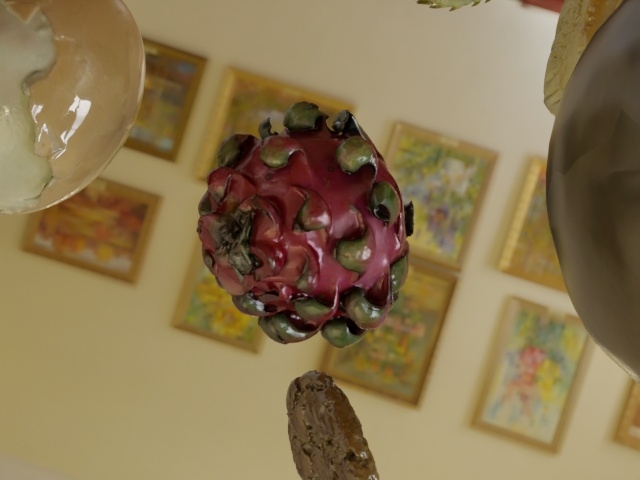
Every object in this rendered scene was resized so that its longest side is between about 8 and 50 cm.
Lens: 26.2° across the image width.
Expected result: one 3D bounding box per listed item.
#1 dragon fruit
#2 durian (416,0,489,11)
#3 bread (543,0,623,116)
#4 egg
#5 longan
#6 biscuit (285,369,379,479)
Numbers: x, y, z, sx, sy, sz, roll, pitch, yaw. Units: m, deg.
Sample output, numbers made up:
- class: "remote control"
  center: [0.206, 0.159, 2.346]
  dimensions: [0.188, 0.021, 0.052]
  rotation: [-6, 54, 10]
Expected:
- class: "dragon fruit"
  center: [-0.007, 0.003, 1.233]
  dimensions: [0.218, 0.198, 0.273]
  rotation: [35, 157, 35]
- class: "durian"
  center: [0.148, -0.277, 1.074]
  dimensions: [0.166, 0.172, 0.306]
  rotation: [16, 151, -9]
- class: "bread"
  center: [0.348, -0.234, 1.605]
  dimensions: [0.140, 0.236, 0.106]
  rotation: [24, 162, -24]
- class: "egg"
  center: [-0.247, -0.137, 1.169]
  dimensions: [0.201, 0.201, 0.244]
  rotation: [18, -143, 15]
- class: "longan"
  center: [0.159, -0.020, 0.445]
  dimensions: [0.189, 0.189, 0.189]
  rotation: [18, -177, -1]
- class: "biscuit"
  center: [0.011, 0.249, 1.535]
  dimensions: [0.042, 0.226, 0.226]
  rotation: [-15, -166, -18]
